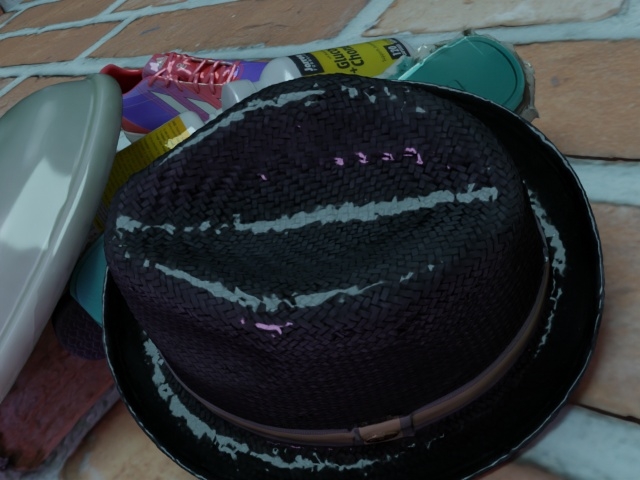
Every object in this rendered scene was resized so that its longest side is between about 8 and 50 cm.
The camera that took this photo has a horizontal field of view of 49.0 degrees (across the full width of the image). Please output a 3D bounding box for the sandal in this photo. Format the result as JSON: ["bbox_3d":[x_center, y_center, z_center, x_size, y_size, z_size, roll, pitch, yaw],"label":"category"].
[{"bbox_3d":[-0.148,0.007,0.670,0.255,0.097,0.054,-37,35,-9],"label":"sandal"}]

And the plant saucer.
[{"bbox_3d":[-0.323,0.004,0.655,0.400,0.101,0.400,-37,39,36],"label":"plant saucer"}]

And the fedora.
[{"bbox_3d":[0.000,0.000,0.418,0.334,0.152,0.333,-4,68,10],"label":"fedora"}]

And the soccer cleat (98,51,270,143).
[{"bbox_3d":[-0.167,-0.200,0.930,0.318,0.116,0.108,-2,43,35],"label":"soccer cleat"}]

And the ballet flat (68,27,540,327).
[{"bbox_3d":[-0.001,-0.026,0.593,0.409,0.147,0.147,-28,34,-2],"label":"ballet flat"}]

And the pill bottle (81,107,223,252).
[{"bbox_3d":[-0.160,-0.057,0.743,0.215,0.117,0.117,-32,34,-3],"label":"pill bottle"}]

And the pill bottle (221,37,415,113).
[{"bbox_3d":[0.003,-0.132,0.682,0.184,0.103,0.103,-15,30,-18],"label":"pill bottle"}]
